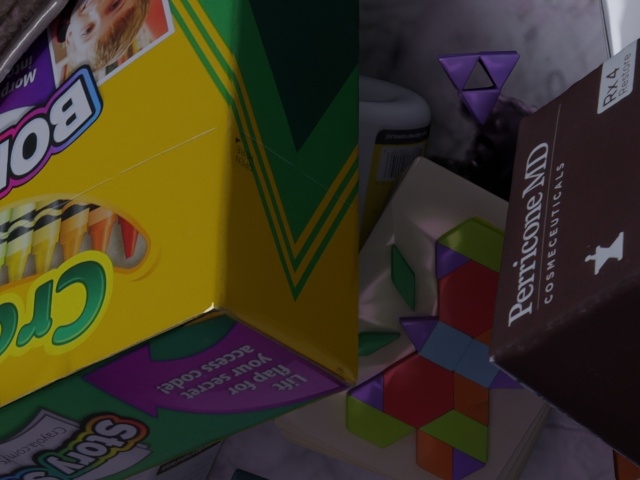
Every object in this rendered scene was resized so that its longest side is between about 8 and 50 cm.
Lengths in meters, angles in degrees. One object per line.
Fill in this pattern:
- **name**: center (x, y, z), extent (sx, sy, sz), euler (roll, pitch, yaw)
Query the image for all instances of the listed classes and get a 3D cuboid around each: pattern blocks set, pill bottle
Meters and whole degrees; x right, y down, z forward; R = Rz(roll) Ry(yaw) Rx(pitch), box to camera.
- **pattern blocks set**: center (0.073, 0.056, 0.968), extent (0.285, 0.026, 0.325), euler (13, 105, -6)
- **pill bottle**: center (0.000, 0.000, 1.016), extent (0.103, 0.103, 0.184), euler (16, 107, 21)

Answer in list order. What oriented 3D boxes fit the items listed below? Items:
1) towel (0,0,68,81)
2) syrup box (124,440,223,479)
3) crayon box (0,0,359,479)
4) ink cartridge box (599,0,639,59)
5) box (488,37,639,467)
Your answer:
- **towel**: center (-0.156, -0.204, 0.986), extent (0.282, 0.049, 0.187), euler (-50, 35, 7)
- **syrup box**: center (-0.130, 0.139, 1.110), extent (0.093, 0.096, 0.237), euler (32, 111, 18)
- **crayon box**: center (-0.146, -0.017, 0.959), extent (0.363, 0.106, 0.313), euler (-26, 46, 33)
- **ink cartridge box**: center (0.270, -0.230, 0.866), extent (0.296, 0.066, 0.261), euler (-14, 75, 26)
- **box**: center (0.211, -0.005, 0.814), extent (0.167, 0.168, 0.203), euler (35, 133, -23)
